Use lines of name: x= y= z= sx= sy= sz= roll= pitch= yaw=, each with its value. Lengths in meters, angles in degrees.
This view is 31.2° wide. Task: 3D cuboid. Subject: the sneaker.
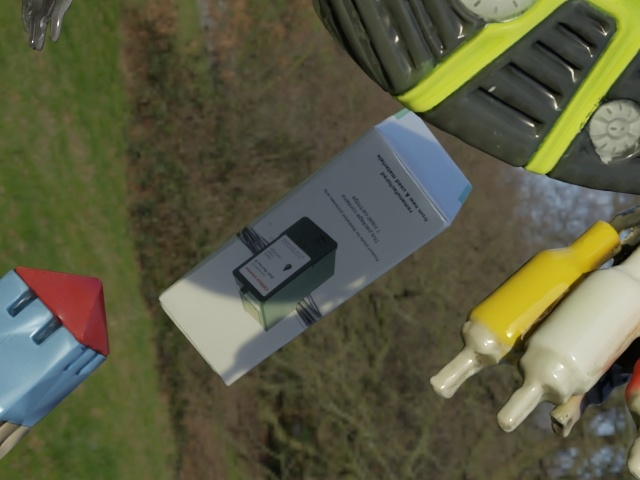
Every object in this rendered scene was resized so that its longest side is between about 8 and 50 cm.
sneaker: x=0.171 y=-0.112 z=0.484 sx=0.147 sy=0.385 sz=0.145 roll=-127 pitch=-141 yaw=-59

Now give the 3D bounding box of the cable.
cable: x=0.177 y=-0.014 z=0.527 sx=0.287 sy=0.139 sz=0.072 roll=-56 pitch=146 yaw=-19

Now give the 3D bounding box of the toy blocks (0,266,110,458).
toy blocks: x=-0.280 y=0.020 z=0.521 sx=0.381 sy=0.261 sz=0.191 roll=45 pitch=-6 yaw=14

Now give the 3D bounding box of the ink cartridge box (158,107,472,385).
ink cartridge box: x=0.000 y=0.000 z=1.194 sx=0.121 sy=0.289 sz=0.211 roll=52 pitch=19 yaw=-2

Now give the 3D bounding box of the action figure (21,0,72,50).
action figure: x=-0.177 y=-0.167 z=0.405 sx=0.276 sy=0.164 sz=0.141 roll=23 pitch=55 yaw=-45
